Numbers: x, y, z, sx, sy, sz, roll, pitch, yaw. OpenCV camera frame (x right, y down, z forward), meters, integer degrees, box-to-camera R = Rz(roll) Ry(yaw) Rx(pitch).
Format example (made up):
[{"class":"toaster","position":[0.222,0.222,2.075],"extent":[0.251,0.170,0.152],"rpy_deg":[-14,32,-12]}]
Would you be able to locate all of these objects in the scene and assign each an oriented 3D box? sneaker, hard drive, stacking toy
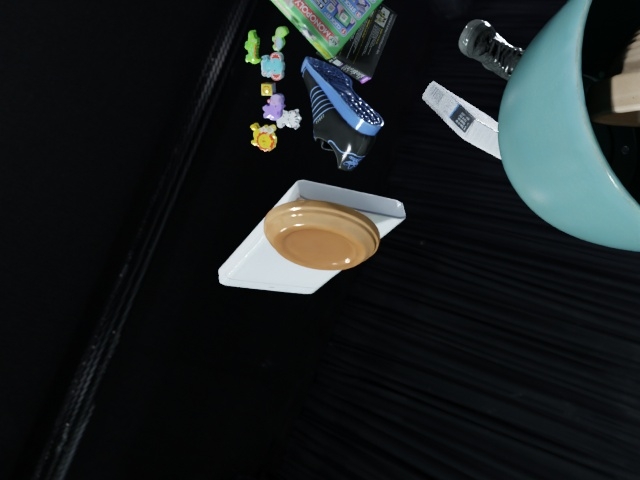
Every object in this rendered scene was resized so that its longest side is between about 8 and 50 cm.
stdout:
[{"class":"sneaker","position":[0.014,-0.200,0.962],"extent":[0.081,0.232,0.090],"rpy_deg":[10,-56,-32]},{"class":"hard drive","position":[-0.028,0.009,1.253],"extent":[0.233,0.353,0.047],"rpy_deg":[9,-123,-30]},{"class":"sneaker","position":[0.262,-0.252,0.866],"extent":[0.170,0.089,0.051],"rpy_deg":[6,-64,-56]},{"class":"stacking toy","position":[-0.089,-0.303,1.222],"extent":[0.167,0.052,0.221],"rpy_deg":[-56,-33,-62]}]

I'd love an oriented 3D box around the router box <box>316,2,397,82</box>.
[{"class":"router box","position":[0.084,-0.470,1.418],"extent":[0.133,0.046,0.178],"rpy_deg":[27,-104,-22]}]

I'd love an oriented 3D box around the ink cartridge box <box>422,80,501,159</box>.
[{"class":"ink cartridge box","position":[0.305,-0.196,1.134],"extent":[0.208,0.206,0.045],"rpy_deg":[24,-67,-26]}]

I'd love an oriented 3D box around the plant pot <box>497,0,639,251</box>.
[{"class":"plant pot","position":[0.318,-0.121,0.626],"extent":[0.292,0.293,0.235],"rpy_deg":[-65,8,-9]}]

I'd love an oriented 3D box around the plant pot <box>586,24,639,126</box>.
[{"class":"plant pot","position":[0.348,-0.155,0.514],"extent":[0.237,0.237,0.109],"rpy_deg":[-7,-81,-52]}]

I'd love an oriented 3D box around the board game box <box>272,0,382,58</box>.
[{"class":"board game box","position":[-0.022,-0.559,1.261],"extent":[0.317,0.046,0.213],"rpy_deg":[43,-97,-21]}]

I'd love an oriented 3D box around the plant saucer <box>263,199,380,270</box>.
[{"class":"plant saucer","position":[0.000,0.000,1.054],"extent":[0.200,0.200,0.037],"rpy_deg":[49,-138,-51]}]
